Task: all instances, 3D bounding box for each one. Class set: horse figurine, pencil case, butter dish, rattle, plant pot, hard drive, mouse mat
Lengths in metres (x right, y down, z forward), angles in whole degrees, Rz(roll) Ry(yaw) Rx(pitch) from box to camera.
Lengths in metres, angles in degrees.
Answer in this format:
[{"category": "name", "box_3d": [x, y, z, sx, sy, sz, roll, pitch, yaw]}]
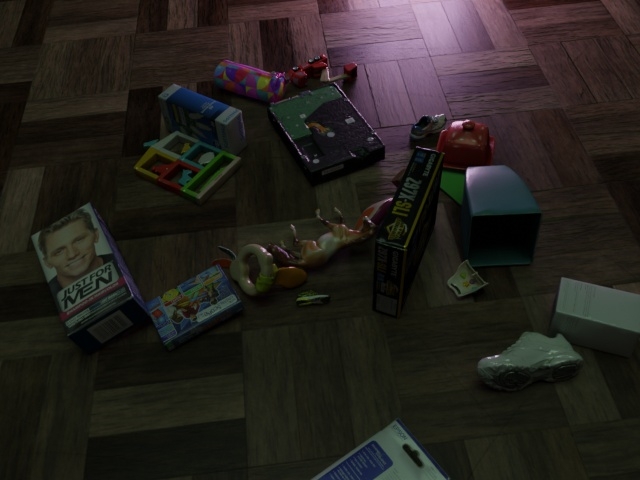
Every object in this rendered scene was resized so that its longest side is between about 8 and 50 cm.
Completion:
[{"category": "horse figurine", "box_3d": [0.000, 0.000, 1.741, 0.263, 0.066, 0.174, -30, 46, -14]}, {"category": "pencil case", "box_3d": [-0.219, -0.504, 2.188, 0.236, 0.104, 0.104, 16, 52, 18]}, {"category": "butter dish", "box_3d": [0.406, -0.282, 1.927, 0.159, 0.118, 0.160, 11, 50, 12]}, {"category": "rattle", "box_3d": [-0.155, 0.061, 1.716, 0.142, 0.130, 0.199, -23, 18, -37]}, {"category": "plant pot", "box_3d": [0.433, -0.077, 1.732, 0.165, 0.166, 0.234, -2, 42, 2]}, {"category": "hard drive", "box_3d": [0.010, -0.318, 2.031, 0.236, 0.064, 0.339, -21, 52, -14]}, {"category": "mouse mat", "box_3d": [0.386, -0.177, 1.920, 0.152, 0.007, 0.190, -28, 52, -20]}]

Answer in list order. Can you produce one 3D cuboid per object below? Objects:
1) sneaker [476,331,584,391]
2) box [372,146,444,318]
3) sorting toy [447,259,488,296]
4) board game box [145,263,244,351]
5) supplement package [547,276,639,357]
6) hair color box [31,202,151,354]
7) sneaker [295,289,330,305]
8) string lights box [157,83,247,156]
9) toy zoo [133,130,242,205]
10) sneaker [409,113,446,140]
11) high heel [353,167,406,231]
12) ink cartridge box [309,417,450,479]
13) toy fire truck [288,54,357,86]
[{"category": "sneaker", "box_3d": [0.439, 0.253, 1.499, 0.232, 0.090, 0.115, -4, 41, -11]}, {"category": "box", "box_3d": [0.206, -0.021, 1.631, 0.079, 0.257, 0.322, 14, 51, 16]}, {"category": "sorting toy", "box_3d": [0.346, 0.101, 1.659, 0.075, 0.045, 0.083, -27, 53, -10]}, {"category": "board game box", "box_3d": [-0.299, 0.156, 1.642, 0.201, 0.035, 0.136, -29, 52, -11]}, {"category": "supplement package", "box_3d": [0.608, 0.170, 1.535, 0.179, 0.105, 0.105, 14, 50, 16]}, {"category": "hair color box", "box_3d": [-0.559, 0.084, 1.673, 0.173, 0.105, 0.347, -32, 53, -7]}, {"category": "sneaker", "box_3d": [-0.018, 0.133, 1.660, 0.083, 0.031, 0.035, -5, 48, 0]}, {"category": "string lights box", "box_3d": [-0.345, -0.351, 2.038, 0.259, 0.133, 0.077, 25, 54, 24]}, {"category": "toy zoo", "box_3d": [-0.398, -0.221, 1.996, 0.293, 0.030, 0.192, 24, 55, 23]}, {"category": "sneaker", "box_3d": [0.320, -0.342, 2.034, 0.135, 0.058, 0.052, -32, 54, -23]}, {"category": "high heel", "box_3d": [0.188, -0.066, 1.814, 0.244, 0.117, 0.082, -51, 18, -19]}, {"category": "ink cartridge box", "box_3d": [0.069, 0.498, 1.315, 0.332, 0.065, 0.165, -30, 53, -19]}, {"category": "toy fire truck", "box_3d": [0.008, -0.536, 2.232, 0.192, 0.047, 0.135, -30, 55, -20]}]
